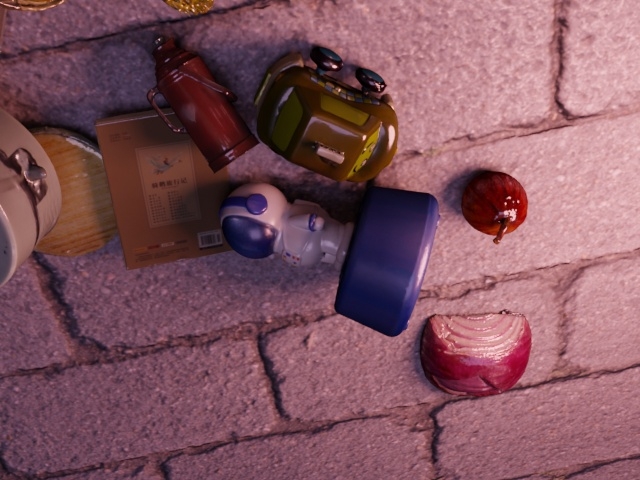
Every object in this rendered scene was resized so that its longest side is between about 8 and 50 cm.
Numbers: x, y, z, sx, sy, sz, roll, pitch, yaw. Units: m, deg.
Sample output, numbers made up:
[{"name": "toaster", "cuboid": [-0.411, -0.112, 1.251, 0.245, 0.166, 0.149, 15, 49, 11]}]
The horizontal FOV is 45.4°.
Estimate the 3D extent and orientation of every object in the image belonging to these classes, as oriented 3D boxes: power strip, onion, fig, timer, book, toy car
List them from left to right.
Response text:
[{"name": "power strip", "cuboid": [-0.606, -0.078, 1.253, 0.357, 0.161, 0.358, 8, 130, 10]}, {"name": "book", "cuboid": [-0.272, -0.093, 1.392, 0.216, 0.021, 0.311, -11, 126, -13]}, {"name": "timer", "cuboid": [0.000, 0.000, 1.398, 0.383, 0.270, 0.271, 15, 123, 2]}, {"name": "toy car", "cuboid": [0.014, -0.182, 1.274, 0.247, 0.198, 0.204, 20, 120, -18]}, {"name": "onion", "cuboid": [0.349, 0.280, 1.684, 0.249, 0.111, 0.248, -4, 123, -5]}, {"name": "fig", "cuboid": [0.322, -0.065, 1.432, 0.128, 0.150, 0.129, 6, 103, 26]}]

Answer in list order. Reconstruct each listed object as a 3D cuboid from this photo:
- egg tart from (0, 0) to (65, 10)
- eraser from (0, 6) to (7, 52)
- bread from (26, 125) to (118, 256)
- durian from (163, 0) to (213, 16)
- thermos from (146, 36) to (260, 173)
[{"name": "egg tart", "cuboid": [-0.396, -0.415, 1.088, 0.212, 0.090, 0.213, -35, 149, -24]}, {"name": "eraser", "cuboid": [-0.542, -0.366, 1.170, 0.111, 0.077, 0.353, 16, 122, -12]}, {"name": "bread", "cuboid": [-0.476, -0.087, 1.390, 0.266, 0.040, 0.267, -3, 124, -4]}, {"name": "durian", "cuboid": [-0.207, -0.422, 1.135, 0.108, 0.119, 0.186, -36, 119, 23]}, {"name": "thermos", "cuboid": [-0.206, -0.229, 1.262, 0.124, 0.099, 0.232, -37, 100, -8]}]
